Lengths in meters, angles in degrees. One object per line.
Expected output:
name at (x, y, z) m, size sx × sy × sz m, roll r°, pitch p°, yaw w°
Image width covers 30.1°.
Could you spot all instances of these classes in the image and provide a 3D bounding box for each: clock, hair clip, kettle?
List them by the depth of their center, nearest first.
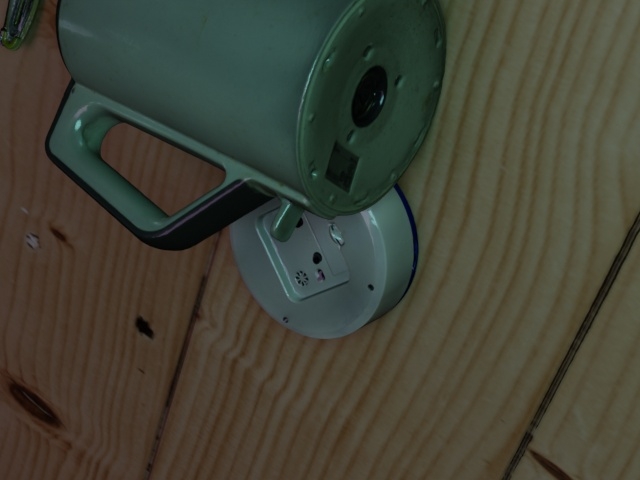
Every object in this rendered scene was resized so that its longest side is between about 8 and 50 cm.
kettle at (-0.107, -0.158, 1.288) m, size 0.377 × 0.250 × 0.361 m, roll 25°, pitch 92°, yaw 31°
clock at (0.000, 0.000, 1.404) m, size 0.230 × 0.083 × 0.230 m, roll 13°, pitch 115°, yaw 31°
hair clip at (-0.398, -0.342, 1.602) m, size 0.060 × 0.033 × 0.188 m, roll 32°, pitch 121°, yaw 21°
